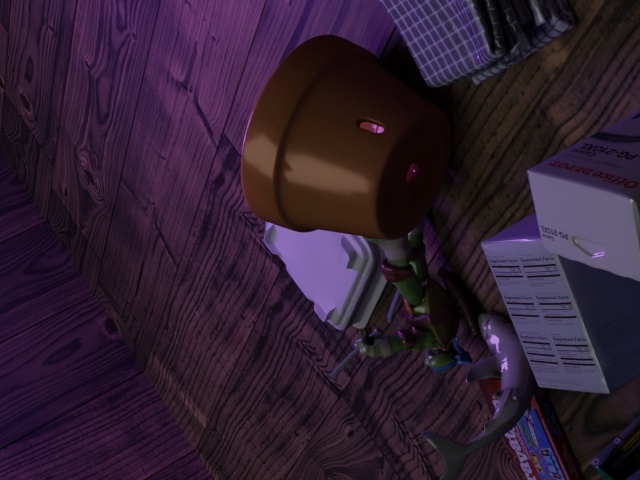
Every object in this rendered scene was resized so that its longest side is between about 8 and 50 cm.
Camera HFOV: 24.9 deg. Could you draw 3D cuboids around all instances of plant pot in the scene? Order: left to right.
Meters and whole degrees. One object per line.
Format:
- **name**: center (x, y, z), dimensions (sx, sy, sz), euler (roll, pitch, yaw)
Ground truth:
- **plant pot**: center (0.054, -0.129, 2.080), dimensions (0.203, 0.291, 0.291), euler (23, 137, 29)

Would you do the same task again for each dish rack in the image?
- **dish rack**: center (0.000, 0.000, 2.512), dimensions (0.285, 0.072, 0.333), euler (52, 154, 18)

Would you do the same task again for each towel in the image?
- **towel**: center (0.161, -0.335, 1.822), dimensions (0.284, 0.121, 0.235), euler (63, 155, -3)

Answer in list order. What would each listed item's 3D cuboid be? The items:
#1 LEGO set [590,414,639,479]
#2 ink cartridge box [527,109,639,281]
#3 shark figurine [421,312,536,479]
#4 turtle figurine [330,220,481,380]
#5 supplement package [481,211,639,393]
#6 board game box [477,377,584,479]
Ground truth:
- **LEGO set**: center (0.482, 0.289, 1.650), dimensions (0.255, 0.192, 0.331), euler (47, 177, -10)
- **ink cartridge box**: center (0.365, -0.064, 1.532), dimensions (0.172, 0.237, 0.100), euler (22, 134, 56)
- **shark figurine**: center (0.271, 0.242, 2.114), dimensions (0.166, 0.278, 0.116), euler (7, 144, 29)
- **turtle figurine**: center (0.103, 0.086, 2.260), dimensions (0.274, 0.198, 0.266), euler (17, 126, 51)
- **supplement package**: center (0.342, 0.051, 1.780), dimensions (0.149, 0.194, 0.203), euler (-4, 111, 62)
- **board game box**: center (0.343, 0.336, 2.255), dimensions (0.145, 0.027, 0.281), euler (-8, 108, 64)
